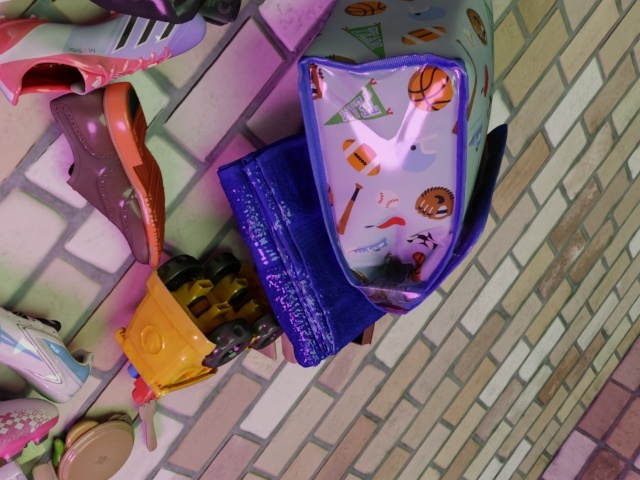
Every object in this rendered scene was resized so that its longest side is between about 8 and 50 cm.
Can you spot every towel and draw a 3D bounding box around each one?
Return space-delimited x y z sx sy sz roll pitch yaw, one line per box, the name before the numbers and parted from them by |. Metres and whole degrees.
towel | 0.000 0.000 0.997 0.228 0.076 0.308 -30 103 -43

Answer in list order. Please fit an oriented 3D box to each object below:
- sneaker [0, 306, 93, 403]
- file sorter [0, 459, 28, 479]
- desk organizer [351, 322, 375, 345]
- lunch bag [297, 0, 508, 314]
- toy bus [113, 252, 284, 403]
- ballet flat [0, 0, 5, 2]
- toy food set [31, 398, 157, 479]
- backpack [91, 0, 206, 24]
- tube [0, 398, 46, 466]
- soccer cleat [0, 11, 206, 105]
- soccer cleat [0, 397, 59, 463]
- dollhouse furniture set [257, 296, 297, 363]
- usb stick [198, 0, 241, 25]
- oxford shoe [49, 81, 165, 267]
sneaker | -0.376 0.115 0.851 0.237 0.085 0.086 52 49 -42
file sorter | -0.451 0.425 0.828 0.278 0.173 0.193 -28 164 -28
desk organizer | 0.071 0.131 1.283 0.050 0.047 0.130 -10 120 -36
lunch bag | 0.130 -0.137 0.964 0.327 0.239 0.385 -64 155 -49
toy bus | -0.178 0.139 0.993 0.211 0.149 0.220 -50 160 21
ballet flat | -0.309 -0.221 0.414 0.483 0.164 0.182 0 146 -26
toy food set | -0.333 0.310 1.031 0.192 0.039 0.132 -26 136 -36
backpack | -0.165 -0.416 0.568 0.274 0.290 0.355 12 138 -10
tube | -0.476 0.303 0.879 0.240 0.062 0.070 -32 160 -30
soccer cleat | -0.233 -0.203 0.762 0.248 0.095 0.083 -16 160 -31
soccer cleat | -0.468 0.221 0.787 0.331 0.116 0.143 -18 88 -40
dollhouse furniture set | -0.019 0.117 1.141 0.151 0.144 0.123 -39 141 -39
usb stick | -0.206 -0.308 0.776 0.278 0.045 0.077 4 104 -43
oxford shoe | -0.252 -0.071 0.860 0.099 0.096 0.271 -5 131 -2
